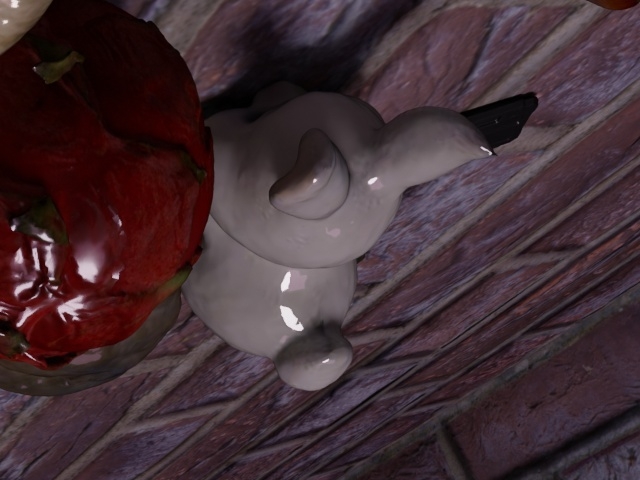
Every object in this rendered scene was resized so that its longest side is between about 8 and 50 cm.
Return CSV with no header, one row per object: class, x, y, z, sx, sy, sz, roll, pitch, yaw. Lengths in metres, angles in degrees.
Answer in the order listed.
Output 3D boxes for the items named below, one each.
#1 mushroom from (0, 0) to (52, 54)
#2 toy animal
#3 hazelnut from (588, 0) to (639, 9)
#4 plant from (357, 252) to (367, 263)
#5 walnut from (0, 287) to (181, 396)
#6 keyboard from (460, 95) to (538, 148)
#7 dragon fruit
mushroom,-0.211,-0.133,0.497,0.260,0.234,0.254,-1,146,-50
toy animal,-0.005,-0.019,1.046,0.196,0.241,0.367,-17,160,-27
hazelnut,0.259,-0.242,1.042,0.086,0.086,0.086,-22,161,-8
plant,0.000,0.000,1.369,0.085,0.087,0.174,-1,170,33
walnut,-0.225,0.030,0.986,0.224,0.224,0.224,-22,161,-8
keyboard,0.124,-0.105,1.321,0.262,0.016,0.106,-19,161,-18
dragon fruit,-0.184,-0.052,0.736,0.244,0.298,0.244,3,129,4
